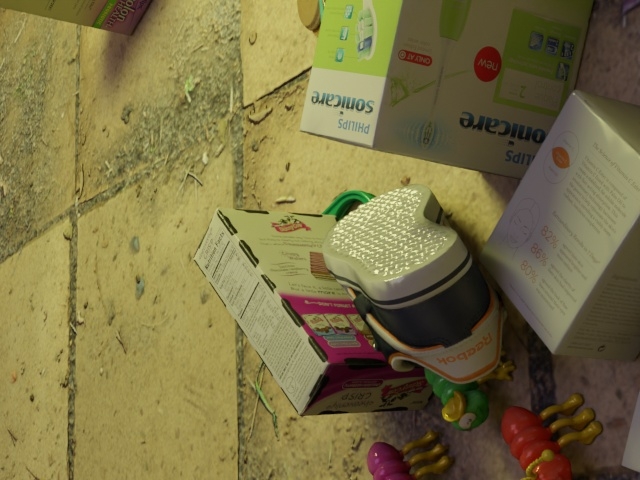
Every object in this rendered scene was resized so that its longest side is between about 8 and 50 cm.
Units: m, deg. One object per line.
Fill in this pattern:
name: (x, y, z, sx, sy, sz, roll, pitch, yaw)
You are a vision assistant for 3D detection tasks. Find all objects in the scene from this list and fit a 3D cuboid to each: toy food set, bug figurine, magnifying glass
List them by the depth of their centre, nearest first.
bug figurine: (0.122, 0.218, 1.151, 0.279, 0.072, 0.216, -62, 38, 27)
magnifying glass: (0.000, 0.000, 1.429, 0.231, 0.026, 0.092, -10, 75, 53)
toy food set: (-0.006, -0.282, 1.489, 0.083, 0.020, 0.082, -119, 34, -51)

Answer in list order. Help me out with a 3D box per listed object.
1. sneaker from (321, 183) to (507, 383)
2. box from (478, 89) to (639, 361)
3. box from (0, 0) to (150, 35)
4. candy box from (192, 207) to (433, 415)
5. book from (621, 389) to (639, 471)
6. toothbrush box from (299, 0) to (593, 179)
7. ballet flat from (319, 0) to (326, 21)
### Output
sneaker: (0.083, 0.041, 1.181, 0.127, 0.126, 0.321, 61, -177, -14)
box: (0.225, -0.010, 1.029, 0.170, 0.091, 0.130, -63, 37, 26)
box: (-0.345, -0.426, 1.835, 0.213, 0.243, 0.117, -51, 44, 39)
candy box: (-0.002, 0.066, 1.268, 0.233, 0.159, 0.071, 53, 126, 39)
book: (0.288, 0.114, 0.968, 0.096, 0.035, 0.144, 16, 95, 52)
toothbrush box: (0.122, -0.207, 1.125, 0.122, 0.206, 0.283, 21, 100, 55)
ballet flat: (0.037, -0.310, 1.377, 0.124, 0.116, 0.342, -32, 55, 25)
